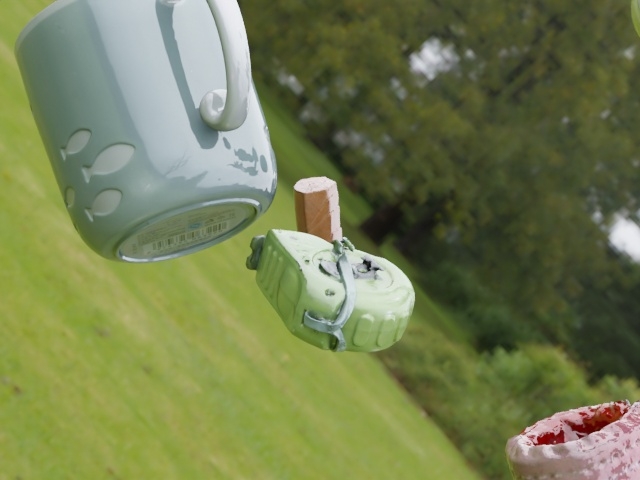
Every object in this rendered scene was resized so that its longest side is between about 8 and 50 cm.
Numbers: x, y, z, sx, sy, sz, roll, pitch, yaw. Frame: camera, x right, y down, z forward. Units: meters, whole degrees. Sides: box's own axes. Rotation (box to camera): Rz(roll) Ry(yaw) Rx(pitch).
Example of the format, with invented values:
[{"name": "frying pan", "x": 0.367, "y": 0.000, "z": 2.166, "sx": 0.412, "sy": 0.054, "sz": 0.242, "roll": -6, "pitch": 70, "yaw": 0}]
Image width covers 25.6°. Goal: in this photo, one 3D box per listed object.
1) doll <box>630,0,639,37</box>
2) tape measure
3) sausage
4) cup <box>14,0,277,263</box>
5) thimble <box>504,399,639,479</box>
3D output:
[{"name": "doll", "x": 0.416, "y": -0.262, "z": 1.611, "sx": 0.117, "sy": 0.141, "sz": 0.296, "roll": 32, "pitch": -4, "yaw": 15}, {"name": "tape measure", "x": 0.021, "y": 0.056, "z": 1.478, "sx": 0.154, "sy": 0.087, "sz": 0.177, "roll": 7, "pitch": 26, "yaw": -25}, {"name": "sausage", "x": 0.000, "y": 0.000, "z": 1.949, "sx": 0.065, "sy": 0.065, "sz": 0.169, "roll": -119, "pitch": -158, "yaw": -65}, {"name": "cup", "x": -0.169, "y": -0.149, "z": 1.599, "sx": 0.259, "sy": 0.357, "sz": 0.274, "roll": -10, "pitch": 74, "yaw": -34}, {"name": "thimble", "x": 0.326, "y": 0.284, "z": 1.754, "sx": 0.163, "sy": 0.190, "sz": 0.125, "roll": -6, "pitch": -79, "yaw": 57}]
